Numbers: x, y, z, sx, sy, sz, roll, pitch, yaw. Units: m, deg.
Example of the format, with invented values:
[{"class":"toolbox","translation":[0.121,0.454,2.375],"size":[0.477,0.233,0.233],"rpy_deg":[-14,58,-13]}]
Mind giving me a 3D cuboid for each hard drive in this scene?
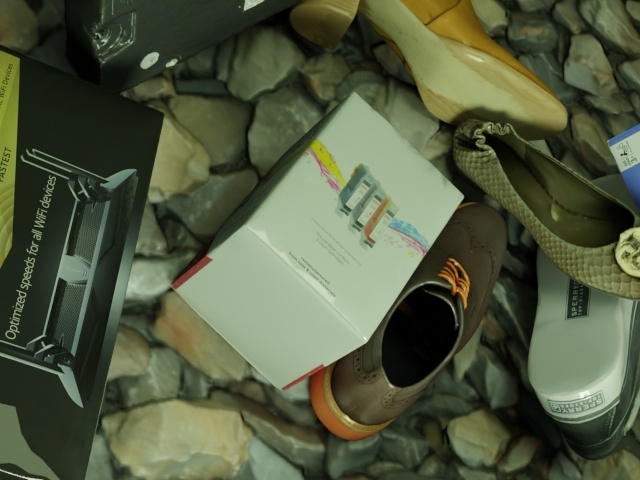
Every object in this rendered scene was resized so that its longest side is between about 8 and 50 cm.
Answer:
[{"class":"hard drive","translation":[-0.041,-0.263,1.096],"size":[0.339,0.237,0.064],"rpy_deg":[-30,70,-23]}]

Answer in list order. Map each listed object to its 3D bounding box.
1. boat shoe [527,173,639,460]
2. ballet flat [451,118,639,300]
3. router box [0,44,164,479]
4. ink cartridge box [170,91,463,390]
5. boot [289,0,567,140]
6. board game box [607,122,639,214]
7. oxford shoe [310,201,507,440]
[{"class":"boat shoe","translation":[0.254,0.063,1.273],"size":[0.301,0.108,0.102],"rpy_deg":[-72,144,-46]},{"class":"ballet flat","translation":[0.208,-0.035,1.235],"size":[0.084,0.058,0.250],"rpy_deg":[-31,54,-24]},{"class":"router box","translation":[-0.255,0.008,0.973],"size":[0.243,0.081,0.309],"rpy_deg":[22,57,-22]},{"class":"ink cartridge box","translation":[0.000,0.000,1.113],"size":[0.127,0.128,0.176],"rpy_deg":[44,51,-7]},{"class":"boot","translation":[0.113,-0.233,1.316],"size":[0.295,0.104,0.211],"rpy_deg":[25,57,-16]},{"class":"board game box","translation":[0.418,-0.005,1.347],"size":[0.347,0.078,0.233],"rpy_deg":[-3,68,-55]},{"class":"oxford shoe","translation":[0.099,0.053,1.169],"size":[0.097,0.098,0.271],"rpy_deg":[43,51,-7]}]
